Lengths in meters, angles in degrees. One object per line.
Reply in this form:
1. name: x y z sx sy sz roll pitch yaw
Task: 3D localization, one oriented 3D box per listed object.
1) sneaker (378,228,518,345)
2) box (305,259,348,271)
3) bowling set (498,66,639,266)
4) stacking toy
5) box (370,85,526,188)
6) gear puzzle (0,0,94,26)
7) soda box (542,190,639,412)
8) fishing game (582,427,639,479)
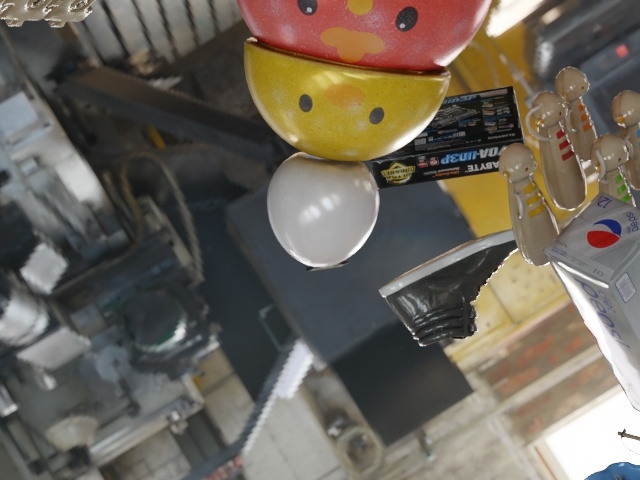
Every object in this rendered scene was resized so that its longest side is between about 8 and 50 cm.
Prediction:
1. sneaker: 0.259 0.084 2.089 0.296 0.147 0.104 -26 179 -12
2. box: 0.000 0.000 1.748 0.067 0.083 0.018 -8 167 -39
3. bowling set: 0.336 -0.106 1.381 0.200 0.154 0.287 -3 -144 27
4. stacking toy: 0.039 -0.202 1.204 0.351 0.480 0.350 6 -165 -2
5. box: 0.184 -0.152 1.755 0.220 0.051 0.175 -9 -149 8
6. gear puzzle: -0.370 -0.334 1.477 0.175 0.044 0.339 -37 168 30
7. soda box: 0.339 0.085 1.241 0.091 0.286 0.098 -45 -142 -10
8. fishing game: 0.413 0.377 1.644 0.189 0.041 0.264 11 -121 41
